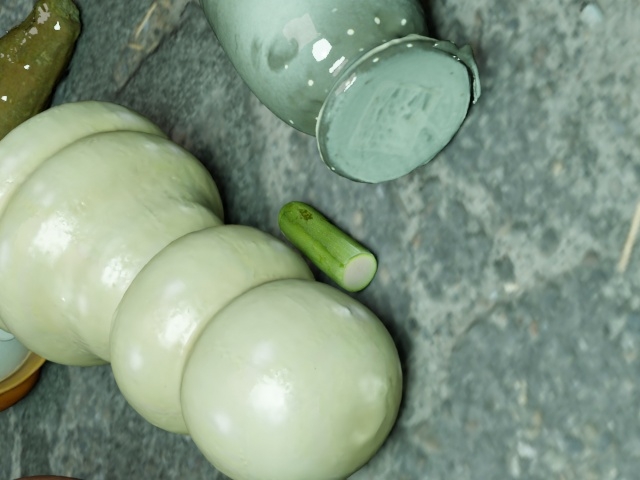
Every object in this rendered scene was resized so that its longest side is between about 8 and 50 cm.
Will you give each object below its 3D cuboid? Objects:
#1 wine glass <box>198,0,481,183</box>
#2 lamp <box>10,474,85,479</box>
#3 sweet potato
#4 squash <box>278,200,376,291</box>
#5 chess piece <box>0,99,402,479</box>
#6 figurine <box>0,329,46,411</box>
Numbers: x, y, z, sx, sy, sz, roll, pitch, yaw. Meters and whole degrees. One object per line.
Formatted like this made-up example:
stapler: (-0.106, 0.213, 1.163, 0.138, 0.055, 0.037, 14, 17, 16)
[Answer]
wine glass: (-0.001, -0.127, 1.105, 0.111, 0.111, 0.204, -56, 48, 20)
lamp: (-0.140, 0.274, 0.998, 0.239, 0.305, 0.305, -51, 47, 23)
sweet potato: (-0.277, -0.072, 1.410, 0.286, 0.085, 0.112, -51, 42, 24)
squash: (0.000, 0.000, 1.129, 0.083, 0.027, 0.027, 38, 107, 46)
chess piece: (-0.077, 0.041, 1.111, 0.299, 0.167, 0.167, 33, 103, 43)
figurine: (-0.277, 0.051, 1.339, 0.271, 0.143, 0.143, 9, 85, 47)
